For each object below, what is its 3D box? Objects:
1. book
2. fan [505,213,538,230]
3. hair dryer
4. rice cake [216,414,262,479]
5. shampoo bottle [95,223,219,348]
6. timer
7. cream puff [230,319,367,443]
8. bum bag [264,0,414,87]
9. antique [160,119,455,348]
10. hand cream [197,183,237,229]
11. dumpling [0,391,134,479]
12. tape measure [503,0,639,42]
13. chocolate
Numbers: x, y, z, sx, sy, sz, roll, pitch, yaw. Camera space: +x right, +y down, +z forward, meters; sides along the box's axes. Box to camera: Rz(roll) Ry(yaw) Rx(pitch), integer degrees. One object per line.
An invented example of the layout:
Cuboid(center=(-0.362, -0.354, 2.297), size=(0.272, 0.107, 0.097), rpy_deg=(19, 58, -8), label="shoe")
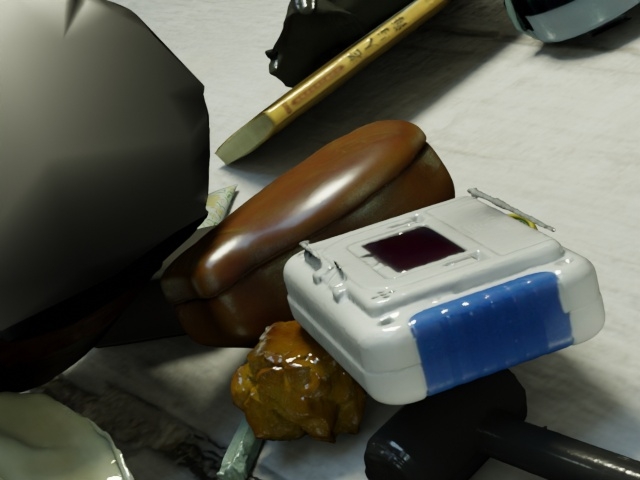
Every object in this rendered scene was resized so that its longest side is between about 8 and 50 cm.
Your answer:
Cuboid(center=(0.060, -0.221, 1.839), size=(0.389, 0.032, 0.269), rpy_deg=(-38, 4, -17), label="book")
Cuboid(center=(0.155, 0.030, 1.317), size=(0.082, 0.039, 0.155), rpy_deg=(-30, 25, 0), label="fan")
Cuboid(center=(0.142, 0.155, 1.080), size=(0.114, 0.070, 0.248), rpy_deg=(-41, 34, -24), label="hair dryer")
Cuboid(center=(-0.056, 0.158, 1.336), size=(0.021, 0.022, 0.121), rpy_deg=(-26, 22, 33), label="rice cake")
Cuboid(center=(-0.166, 0.048, 1.611), size=(0.246, 0.080, 0.079), rpy_deg=(-11, 29, 39), label="shampoo bottle")
Cuboid(center=(0.081, 0.031, 1.190), size=(0.178, 0.078, 0.253), rpy_deg=(-18, 17, -12), label="timer")
Cuboid(center=(-0.009, 0.115, 1.291), size=(0.122, 0.094, 0.116), rpy_deg=(-9, 23, -9), label="cream puff")
Cuboid(center=(0.063, -0.305, 1.979), size=(0.326, 0.142, 0.080), rpy_deg=(-40, 62, -17), label="bum bag")
Cuboid(center=(0.000, 0.000, 1.415), size=(0.278, 0.129, 0.223), rpy_deg=(-38, 12, -32), label="antique")
Cuboid(center=(-0.131, -0.016, 1.748), size=(0.067, 0.042, 0.194), rpy_deg=(-26, 20, 15), label="hand cream")
Cuboid(center=(-0.292, 0.235, 1.228), size=(0.315, 0.233, 0.395), rpy_deg=(-30, 40, -9), label="dumpling")
Cuboid(center=(0.281, -0.280, 1.695), size=(0.182, 0.107, 0.181), rpy_deg=(-20, 22, 37), label="tape measure")
Cuboid(center=(-0.308, -0.010, 1.452), size=(0.383, 0.384, 0.331), rpy_deg=(-48, -13, -35), label="chocolate")
